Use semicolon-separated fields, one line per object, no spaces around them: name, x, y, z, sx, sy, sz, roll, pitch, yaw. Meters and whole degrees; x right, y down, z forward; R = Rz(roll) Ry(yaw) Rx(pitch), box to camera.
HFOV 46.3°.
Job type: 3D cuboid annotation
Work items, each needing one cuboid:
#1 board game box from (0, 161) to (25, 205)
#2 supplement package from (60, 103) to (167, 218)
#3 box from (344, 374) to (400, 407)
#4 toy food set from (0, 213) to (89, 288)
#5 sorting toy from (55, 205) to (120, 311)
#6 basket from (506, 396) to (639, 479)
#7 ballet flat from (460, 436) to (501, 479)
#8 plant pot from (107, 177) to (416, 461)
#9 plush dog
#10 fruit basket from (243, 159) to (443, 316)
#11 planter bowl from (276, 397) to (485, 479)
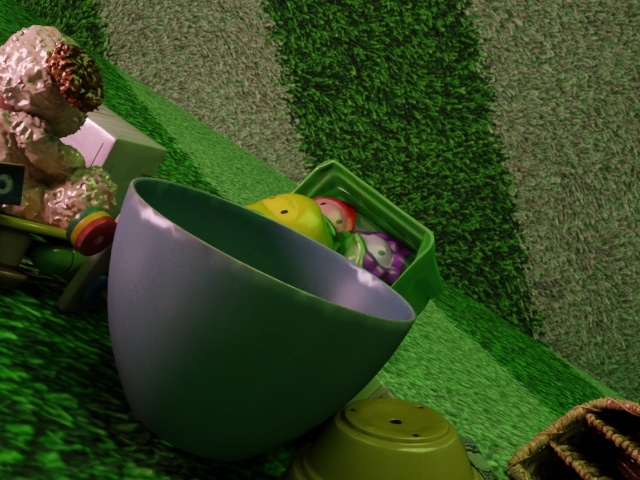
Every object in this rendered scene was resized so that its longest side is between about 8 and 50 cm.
board game box;-0.422;-0.067;0.673;0.165;0.042;0.243;9;3;31
supplement package;-0.393;-0.156;1.182;0.244;0.139;0.134;36;12;19
box;0.014;0.151;0.955;0.322;0.058;0.232;40;-8;45
toy food set;-0.322;0.014;0.803;0.128;0.071;0.218;10;-6;33
sorting toy;-0.201;0.036;0.846;0.046;0.132;0.274;43;12;17
basket;0.471;0.358;1.082;0.223;0.213;0.299;26;11;-37
ballet flat;0.194;0.314;0.932;0.070;0.070;0.188;28;8;-21
plant pot;-0.082;0.090;0.716;0.290;0.195;0.290;26;8;-4
plush dog;-0.364;-0.153;0.913;0.262;0.225;0.211;26;5;42
fruit basket;0.000;0.000;1.361;0.392;0.283;0.392;45;-3;3
planter bowl;0.066;0.206;0.700;0.217;0.090;0.217;6;8;-1
